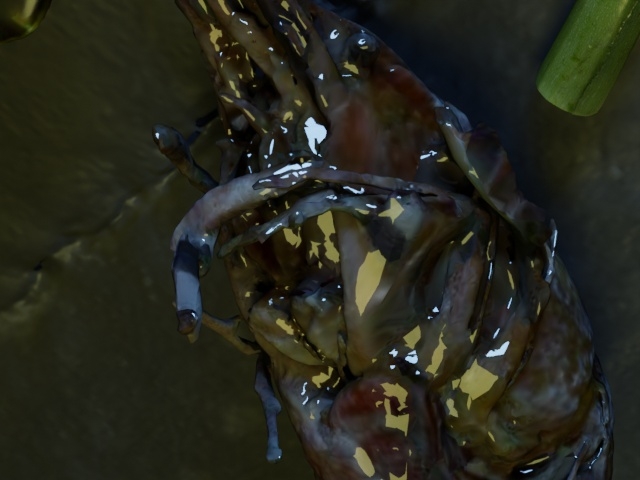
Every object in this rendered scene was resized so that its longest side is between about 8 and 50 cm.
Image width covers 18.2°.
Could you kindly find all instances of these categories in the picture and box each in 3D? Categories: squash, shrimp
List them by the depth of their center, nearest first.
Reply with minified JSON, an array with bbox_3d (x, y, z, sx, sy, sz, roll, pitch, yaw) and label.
[{"bbox_3d":[0.105,-0.084,0.712,0.027,0.027,0.083,19,126,-7],"label":"squash"},{"bbox_3d":[0.002,-0.004,0.731,0.145,0.116,0.343,-35,109,-12],"label":"shrimp"}]

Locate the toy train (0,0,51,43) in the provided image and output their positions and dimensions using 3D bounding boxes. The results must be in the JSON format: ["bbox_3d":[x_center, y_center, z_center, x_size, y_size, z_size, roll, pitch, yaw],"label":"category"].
[{"bbox_3d":[-0.149,-0.123,0.660,0.225,0.090,0.137,-33,84,29],"label":"toy train"}]
